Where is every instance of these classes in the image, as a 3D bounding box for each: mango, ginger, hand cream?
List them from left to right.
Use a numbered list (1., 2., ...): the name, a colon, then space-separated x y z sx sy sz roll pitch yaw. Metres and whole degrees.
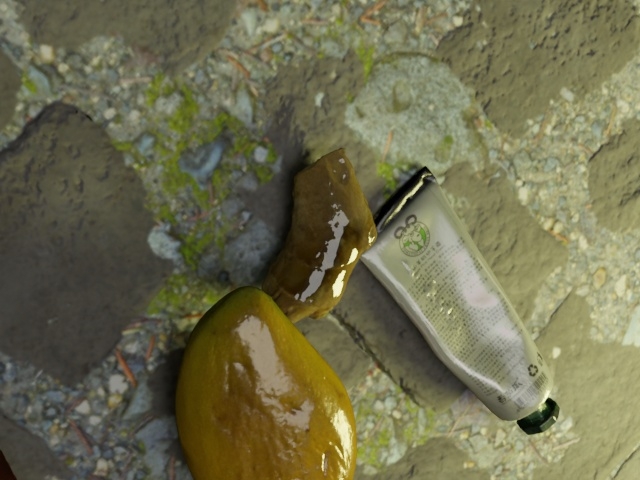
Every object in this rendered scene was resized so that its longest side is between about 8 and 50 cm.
1. mango: -0.055 0.184 1.285 0.177 0.119 0.316 -15 119 -1
2. ginger: -0.001 0.000 1.288 0.095 0.069 0.190 19 98 -29
3. hand cream: 0.161 0.083 1.411 0.121 0.076 0.336 -44 114 -14

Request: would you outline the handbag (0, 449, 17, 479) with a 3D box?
1. handbag: -0.323 0.253 1.135 0.127 0.190 0.062 -8 109 -26
